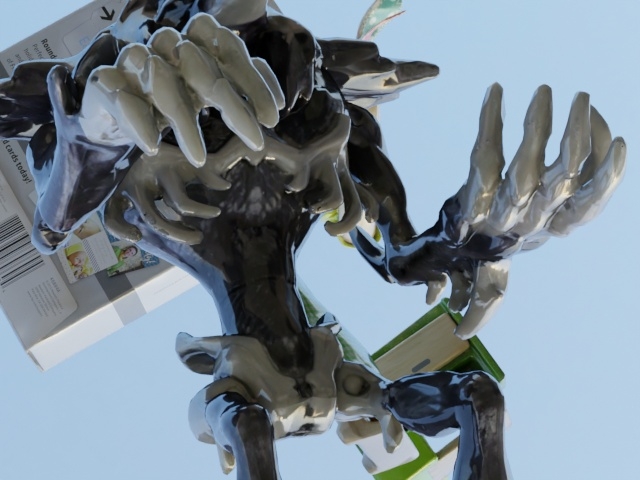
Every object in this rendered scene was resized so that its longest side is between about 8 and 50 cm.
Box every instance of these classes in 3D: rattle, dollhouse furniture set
[{"bbox_3d":[-0.010,-0.092,1.450,0.143,0.199,0.130,13,-133,15],"label":"rattle"},{"bbox_3d":[0.024,0.037,0.646,0.058,0.151,0.076,-35,-110,-2],"label":"dollhouse furniture set"}]

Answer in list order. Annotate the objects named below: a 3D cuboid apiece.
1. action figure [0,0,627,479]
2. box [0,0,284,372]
[{"bbox_3d":[0.000,0.000,0.527,0.164,0.141,0.275,-4,-119,-31],"label":"action figure"},{"bbox_3d":[-0.088,-0.046,0.949,0.186,0.038,0.145,-31,-110,-6],"label":"box"}]
